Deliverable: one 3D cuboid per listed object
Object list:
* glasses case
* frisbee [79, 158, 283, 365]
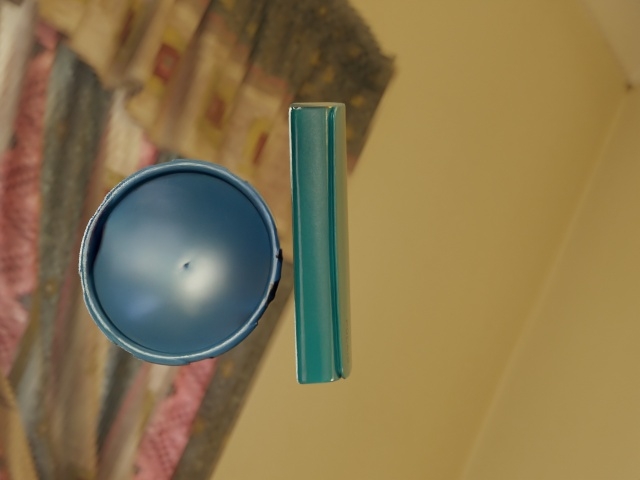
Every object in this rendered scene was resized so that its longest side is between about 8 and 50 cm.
[{"bbox_3d":[0.001,0.000,1.732,0.070,0.301,0.117,0,8,0],"label":"glasses case"},{"bbox_3d":[-0.159,0.026,1.810,0.242,0.242,0.045,20,-8,15],"label":"frisbee"}]
